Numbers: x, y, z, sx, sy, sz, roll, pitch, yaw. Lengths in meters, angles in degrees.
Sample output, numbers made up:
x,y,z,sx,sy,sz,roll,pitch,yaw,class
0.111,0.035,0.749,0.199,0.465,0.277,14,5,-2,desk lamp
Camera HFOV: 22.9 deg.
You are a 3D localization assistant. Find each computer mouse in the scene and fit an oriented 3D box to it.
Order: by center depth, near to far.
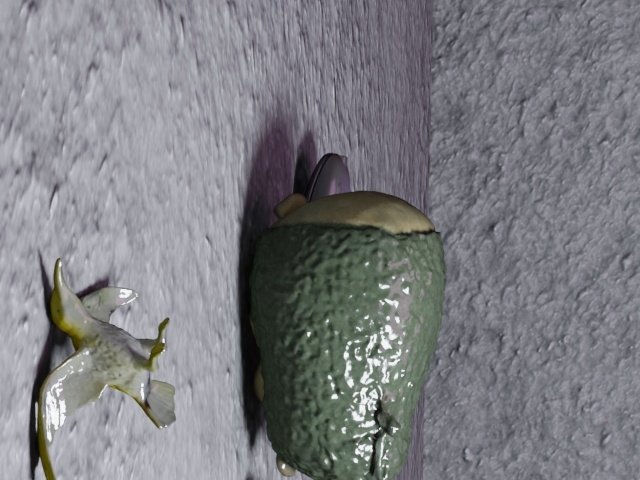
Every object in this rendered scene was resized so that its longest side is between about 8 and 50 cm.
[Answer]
x,y,z,sx,sy,sz,roll,pitch,yaw,class
-0.001,0.000,2.074,0.120,0.057,0.232,19,77,-77,computer mouse

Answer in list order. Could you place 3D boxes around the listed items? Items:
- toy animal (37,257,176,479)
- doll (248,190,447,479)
x,y,z,sx,sy,sz,roll,pitch,yaw,class
-0.162,0.076,1.247,0.219,0.095,0.155,-73,166,-52,toy animal
0.024,0.117,1.840,0.247,0.247,0.350,-4,93,-78,doll
